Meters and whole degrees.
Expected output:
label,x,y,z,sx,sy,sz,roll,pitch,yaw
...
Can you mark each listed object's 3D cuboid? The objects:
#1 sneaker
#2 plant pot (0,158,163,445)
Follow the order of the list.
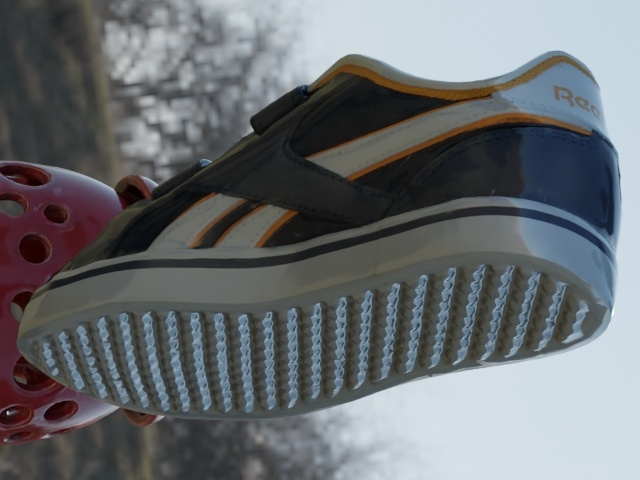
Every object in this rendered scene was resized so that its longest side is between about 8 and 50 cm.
label,x,y,z,sx,sy,sz,roll,pitch,yaw
sneaker,0.000,0.000,0.916,0.126,0.321,0.127,41,49,-41
plant pot,-0.182,0.038,1.299,0.191,0.174,0.191,176,-90,-68
